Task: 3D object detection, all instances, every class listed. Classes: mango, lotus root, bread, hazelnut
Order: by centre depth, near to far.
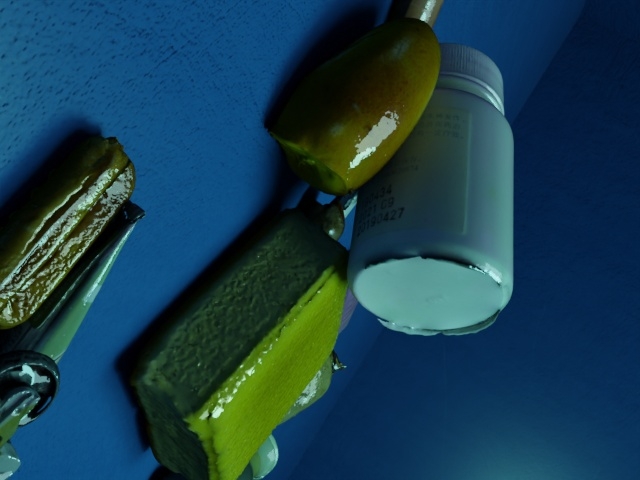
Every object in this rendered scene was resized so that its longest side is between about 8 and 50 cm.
[{"bbox_3d":[0.064,-0.180,0.828,0.257,0.138,0.187,-51,176,-7],"label":"mango"},{"bbox_3d":[-0.104,0.165,0.943,0.333,0.143,0.324,-47,160,-35],"label":"bread"},{"bbox_3d":[0.000,-0.031,1.042,0.086,0.086,0.086,-53,164,-22],"label":"hazelnut"},{"bbox_3d":[-0.067,0.261,1.258,0.256,0.140,0.154,-29,162,-43],"label":"lotus root"}]

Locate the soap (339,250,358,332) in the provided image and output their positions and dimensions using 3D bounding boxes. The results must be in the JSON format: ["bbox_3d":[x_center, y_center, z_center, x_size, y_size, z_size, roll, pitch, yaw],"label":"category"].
[{"bbox_3d":[0.047,0.123,1.494,0.122,0.065,0.203,-35,152,-56],"label":"soap"}]

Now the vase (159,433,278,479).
[{"bbox_3d":[-0.184,0.448,1.224,0.173,0.173,0.321,-63,171,15],"label":"vase"}]

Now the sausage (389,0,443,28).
[{"bbox_3d":[0.137,-0.331,0.921,0.065,0.065,0.170,-38,155,-53],"label":"sausage"}]

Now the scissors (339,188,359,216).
[{"bbox_3d":[0.000,0.000,1.169,0.242,0.030,0.118,-55,164,-12],"label":"scissors"}]

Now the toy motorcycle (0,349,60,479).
[{"bbox_3d":[-0.285,0.151,0.435,0.225,0.073,0.152,-52,142,-3],"label":"toy motorcycle"}]

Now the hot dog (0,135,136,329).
[{"bbox_3d":[-0.196,-0.010,0.494,0.165,0.045,0.071,-55,163,-16],"label":"hot dog"}]

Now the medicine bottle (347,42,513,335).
[{"bbox_3d":[0.162,-0.080,0.938,0.214,0.213,0.379,95,5,-59],"label":"medicine bottle"}]

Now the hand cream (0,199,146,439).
[{"bbox_3d":[-0.217,0.066,0.537,0.055,0.086,0.235,37,83,-32],"label":"hand cream"}]
